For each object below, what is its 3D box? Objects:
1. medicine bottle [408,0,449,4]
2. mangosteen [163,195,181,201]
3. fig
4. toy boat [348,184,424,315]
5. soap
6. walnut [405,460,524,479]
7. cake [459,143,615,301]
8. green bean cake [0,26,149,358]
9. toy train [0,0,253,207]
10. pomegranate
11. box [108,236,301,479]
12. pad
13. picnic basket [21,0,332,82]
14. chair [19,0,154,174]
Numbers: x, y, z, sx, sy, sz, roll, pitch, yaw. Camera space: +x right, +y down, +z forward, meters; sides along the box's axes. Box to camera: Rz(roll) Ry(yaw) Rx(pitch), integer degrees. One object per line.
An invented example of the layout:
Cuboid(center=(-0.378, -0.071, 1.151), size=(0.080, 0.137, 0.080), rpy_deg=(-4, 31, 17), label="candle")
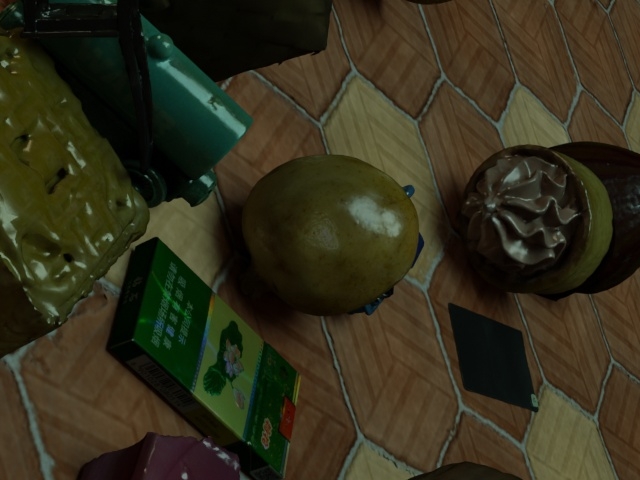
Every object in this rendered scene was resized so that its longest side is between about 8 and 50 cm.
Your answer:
Cuboid(center=(0.107, -0.450, 2.186), size=(0.232, 0.238, 0.238), rpy_deg=(29, 47, -46), label="medicine bottle")
Cuboid(center=(-0.151, -0.077, 1.672), size=(0.081, 0.081, 0.081), rpy_deg=(38, 41, -42), label="mangosteen")
Cuboid(center=(0.422, -0.066, 2.364), size=(0.217, 0.321, 0.217), rpy_deg=(43, 32, -36), label="fig")
Cuboid(center=(0.067, -0.002, 1.961), size=(0.100, 0.097, 0.223), rpy_deg=(59, 31, -22), label="toy boat")
Cuboid(center=(-0.139, 0.273, 1.438), size=(0.162, 0.099, 0.250), rpy_deg=(43, 37, -26), label="soap")
Cuboid(center=(0.136, 0.385, 1.628), size=(0.306, 0.306, 0.344), rpy_deg=(57, 28, -19), label="walnut")
Cuboid(center=(0.261, -0.019, 2.205), size=(0.178, 0.185, 0.208), rpy_deg=(-7, 89, -58), label="cake")
Cuboid(center=(-0.261, -0.042, 1.406), size=(0.224, 0.131, 0.230), rpy_deg=(57, 30, -16), label="green bean cake")
Cuboid(center=(-0.174, -0.137, 1.541), size=(0.248, 0.159, 0.101), rpy_deg=(41, 47, -10), label="toy train")
Cuboid(center=(0.000, 0.000, 1.783), size=(0.196, 0.196, 0.196), rpy_deg=(38, 41, -42), label="pomegranate")
Cuboid(center=(-0.105, 0.117, 1.656), size=(0.235, 0.034, 0.132), rpy_deg=(47, 35, -33), label="box")
Cuboid(center=(0.221, 0.150, 2.208), size=(0.193, 0.004, 0.116), rpy_deg=(22, 52, -51), label="pad")
Cuboid(center=(-0.147, -0.314, 1.616), size=(0.321, 0.291, 0.254), rpy_deg=(56, 30, -37), label="picnic basket")
Cuboid(center=(-0.193, -0.159, 1.442), size=(0.084, 0.101, 0.212), rpy_deg=(-89, 180, -72), label="chair")
